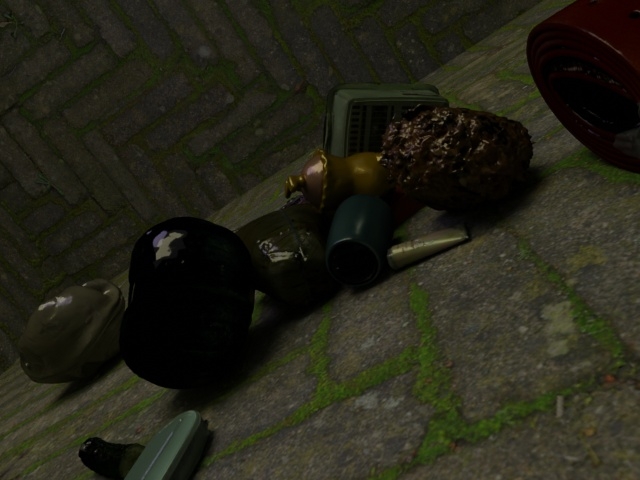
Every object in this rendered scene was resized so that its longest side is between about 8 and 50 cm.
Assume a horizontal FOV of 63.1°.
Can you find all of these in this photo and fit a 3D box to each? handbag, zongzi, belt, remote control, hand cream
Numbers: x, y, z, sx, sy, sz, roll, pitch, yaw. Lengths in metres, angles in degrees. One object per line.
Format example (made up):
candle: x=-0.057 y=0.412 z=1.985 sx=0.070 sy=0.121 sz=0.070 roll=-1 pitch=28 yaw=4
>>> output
handbag: x=0.148 y=-0.083 z=1.166 sx=0.127 sy=0.063 sz=0.190 roll=-37 pitch=19 yaw=-7
zongzi: x=0.000 y=0.000 z=1.106 sx=0.360 sy=0.160 sz=0.323 roll=-25 pitch=23 yaw=-26
belt: x=0.413 y=-0.213 z=0.696 sx=0.115 sy=0.227 sz=0.324 roll=-33 pitch=34 yaw=8
remote control: x=-0.226 y=0.329 z=0.692 sx=0.104 sy=0.052 sz=0.247 roll=-28 pitch=17 yaw=28
hand cream: x=0.178 y=0.008 z=0.870 sx=0.143 sy=0.039 sz=0.061 roll=-24 pitch=17 yaw=18

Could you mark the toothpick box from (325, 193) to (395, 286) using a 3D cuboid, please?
toothpick box: x=0.072 y=0.000 z=0.952 sx=0.120 sy=0.120 sz=0.184 roll=-28 pitch=18 yaw=23

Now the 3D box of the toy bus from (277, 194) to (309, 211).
toy bus: x=-0.091 y=-0.051 z=1.517 sx=0.178 sy=0.087 sz=0.098 roll=-42 pitch=18 yaw=-15

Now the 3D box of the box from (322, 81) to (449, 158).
box: x=0.148 y=-0.258 z=1.233 sx=0.290 sy=0.220 sz=0.166 roll=-4 pitch=23 yaw=-17

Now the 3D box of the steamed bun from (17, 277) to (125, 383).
steamed bun: x=-0.689 y=0.285 z=1.512 sx=0.324 sy=0.219 sz=0.310 roll=-55 pitch=-8 yaw=21

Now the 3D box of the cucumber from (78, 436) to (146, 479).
cucumber: x=-0.341 y=0.355 z=0.848 sx=0.187 sy=0.058 sz=0.058 roll=-18 pitch=22 yaw=46

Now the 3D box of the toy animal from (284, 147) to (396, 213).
toy animal: x=0.042 y=-0.124 z=1.077 sx=0.230 sy=0.156 sz=0.156 roll=-9 pitch=9 yaw=-16

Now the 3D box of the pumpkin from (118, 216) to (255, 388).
pumpkin: x=-0.234 y=0.117 z=0.954 sx=0.315 sy=0.238 sz=0.315 roll=-30 pitch=54 yaw=53

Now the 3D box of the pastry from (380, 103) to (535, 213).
pastry: x=0.236 y=-0.133 z=0.910 sx=0.275 sy=0.193 sz=0.275 roll=10 pitch=20 yaw=-4
